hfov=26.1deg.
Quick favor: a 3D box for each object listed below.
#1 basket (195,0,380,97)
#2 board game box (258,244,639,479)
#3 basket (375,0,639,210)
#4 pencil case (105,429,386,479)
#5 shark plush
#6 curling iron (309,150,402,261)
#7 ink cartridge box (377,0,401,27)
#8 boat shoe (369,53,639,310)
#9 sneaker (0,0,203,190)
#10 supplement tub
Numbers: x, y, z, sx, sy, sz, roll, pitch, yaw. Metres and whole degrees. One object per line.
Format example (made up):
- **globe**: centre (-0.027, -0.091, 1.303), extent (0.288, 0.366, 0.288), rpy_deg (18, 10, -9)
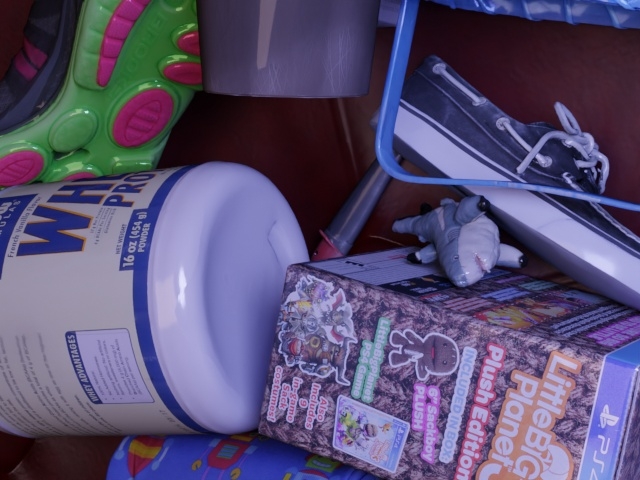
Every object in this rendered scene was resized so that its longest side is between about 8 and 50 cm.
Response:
- **basket**: centre (-0.023, -0.223, 1.032), extent (0.204, 0.154, 0.227), rpy_deg (12, 104, 53)
- **board game box**: centre (0.139, 0.111, 1.108), extent (0.291, 0.232, 0.141), rpy_deg (16, 101, 28)
- **basket**: centre (0.168, -0.176, 1.051), extent (0.254, 0.201, 0.289), rpy_deg (7, 99, 28)
- **pencil case**: centre (-0.054, 0.233, 1.201), extent (0.306, 0.119, 0.133), rpy_deg (0, 117, 43)
- **shark plush**: centre (0.096, -0.006, 1.141), extent (0.067, 0.073, 0.161), rpy_deg (-42, 36, -11)
- **curling iron**: centre (0.000, 0.000, 1.291), extent (0.068, 0.035, 0.274), rpy_deg (46, 113, 19)
- **ink cartridge box**: centre (-0.004, -0.309, 1.197), extent (0.100, 0.172, 0.237), rpy_deg (0, 93, 27)
- **boat shoe**: centre (0.182, -0.055, 1.148), extent (0.306, 0.113, 0.105), rpy_deg (38, 88, 35)
- **sneaker**: centre (-0.222, -0.159, 1.353), extent (0.483, 0.185, 0.202), rpy_deg (-42, 34, 33)
- **supplement tub**: centre (-0.194, 0.059, 1.241), extent (0.324, 0.235, 0.235), rpy_deg (-5, 90, 26)
